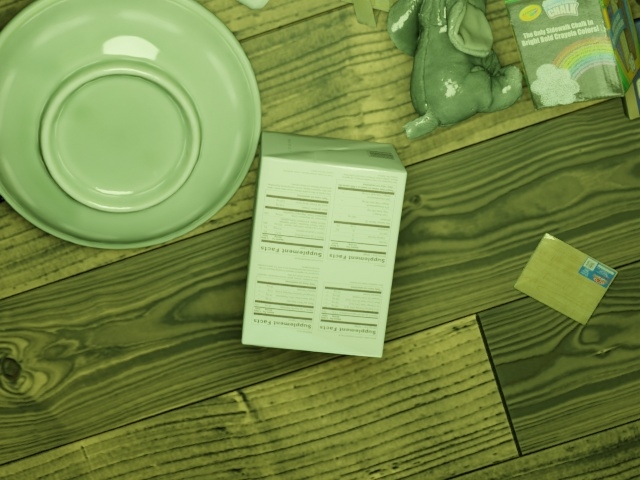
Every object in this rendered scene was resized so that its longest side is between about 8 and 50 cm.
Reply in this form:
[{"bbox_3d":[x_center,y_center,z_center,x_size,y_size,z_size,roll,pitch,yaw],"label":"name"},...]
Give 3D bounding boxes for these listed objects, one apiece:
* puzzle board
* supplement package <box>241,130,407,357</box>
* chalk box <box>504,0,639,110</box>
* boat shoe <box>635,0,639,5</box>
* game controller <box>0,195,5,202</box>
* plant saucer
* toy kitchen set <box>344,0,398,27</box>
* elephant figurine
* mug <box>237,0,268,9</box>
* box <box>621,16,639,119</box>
[{"bbox_3d":[0.367,0.058,1.889,0.128,0.011,0.096,28,102,-9],"label":"puzzle board"},{"bbox_3d":[0.000,0.000,1.764,0.198,0.199,0.263,6,105,-4],"label":"supplement package"},{"bbox_3d":[0.338,-0.305,1.697,0.132,0.132,0.213,-7,114,29],"label":"chalk box"},{"bbox_3d":[0.453,-0.421,1.738,0.072,0.068,0.190,-23,115,-8],"label":"boat shoe"},{"bbox_3d":[-0.474,-0.136,1.783,0.319,0.067,0.166,-26,104,6],"label":"game controller"},{"bbox_3d":[-0.275,-0.153,1.724,0.400,0.100,0.400,-4,115,-9],"label":"plant saucer"},{"bbox_3d":[0.081,-0.349,1.762,0.083,0.075,0.068,19,149,26],"label":"toy kitchen set"},{"bbox_3d":[0.176,-0.289,1.714,0.169,0.186,0.239,-12,108,12],"label":"elephant figurine"},{"bbox_3d":[-0.094,-0.357,1.735,0.064,0.062,0.078,36,121,-19],"label":"mug"},{"bbox_3d":[0.533,-0.268,1.791,0.225,0.036,0.136,-16,105,1],"label":"box"}]
